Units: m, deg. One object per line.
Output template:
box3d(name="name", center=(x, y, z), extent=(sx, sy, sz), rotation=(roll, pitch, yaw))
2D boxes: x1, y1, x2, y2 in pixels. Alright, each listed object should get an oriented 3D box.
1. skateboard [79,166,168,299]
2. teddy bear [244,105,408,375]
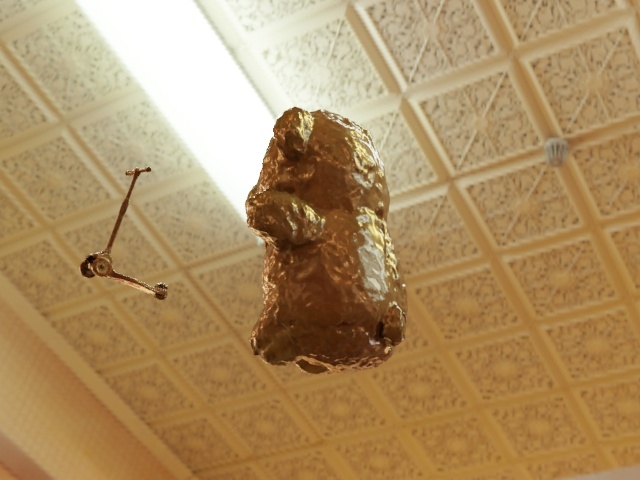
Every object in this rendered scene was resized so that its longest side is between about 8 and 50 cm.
box3d(name="skateboard", center=(-0.124, -0.006, 0.710), extent=(0.064, 0.083, 0.032), rotation=(23, -17, -30))
box3d(name="teddy bear", center=(0.001, 0.001, 1.019), extent=(0.151, 0.267, 0.236), rotation=(-20, -20, 18))
